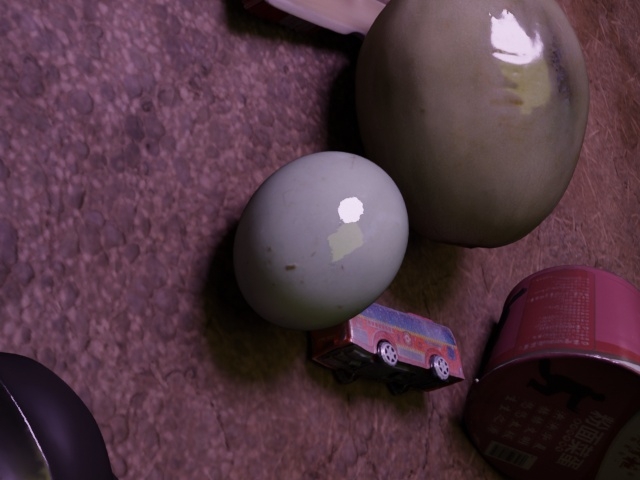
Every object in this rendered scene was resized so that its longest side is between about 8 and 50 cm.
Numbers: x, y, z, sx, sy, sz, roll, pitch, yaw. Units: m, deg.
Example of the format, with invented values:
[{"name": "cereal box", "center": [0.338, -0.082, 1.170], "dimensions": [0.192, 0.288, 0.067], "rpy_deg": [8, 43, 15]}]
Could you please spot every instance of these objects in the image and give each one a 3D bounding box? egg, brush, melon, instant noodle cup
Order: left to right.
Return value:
[{"name": "egg", "center": [0.000, 0.000, 0.946], "dimensions": [0.192, 0.149, 0.149], "rpy_deg": [-45, 112, -40]}, {"name": "brush", "center": [0.016, -0.246, 1.140], "dimensions": [0.321, 0.050, 0.060], "rpy_deg": [3, 72, -57]}, {"name": "melon", "center": [0.162, -0.147, 1.113], "dimensions": [0.272, 0.271, 0.308], "rpy_deg": [-36, 113, -49]}, {"name": "instant noodle cup", "center": [0.292, 0.151, 1.195], "dimensions": [0.235, 0.234, 0.178], "rpy_deg": [50, 36, -26]}]

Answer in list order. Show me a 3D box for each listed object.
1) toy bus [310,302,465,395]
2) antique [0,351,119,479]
[{"name": "toy bus", "center": [0.070, 0.109, 1.061], "dimensions": [0.192, 0.065, 0.077], "rpy_deg": [20, 55, -45]}, {"name": "antique", "center": [-0.198, 0.201, 0.552], "dimensions": [0.185, 0.255, 0.322], "rpy_deg": [-9, 82, -53]}]
